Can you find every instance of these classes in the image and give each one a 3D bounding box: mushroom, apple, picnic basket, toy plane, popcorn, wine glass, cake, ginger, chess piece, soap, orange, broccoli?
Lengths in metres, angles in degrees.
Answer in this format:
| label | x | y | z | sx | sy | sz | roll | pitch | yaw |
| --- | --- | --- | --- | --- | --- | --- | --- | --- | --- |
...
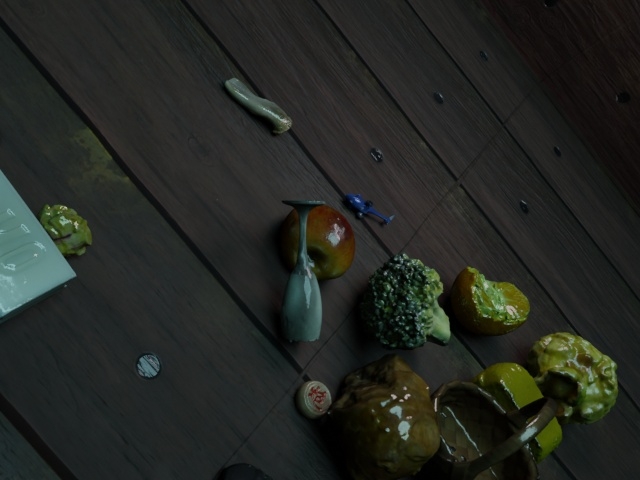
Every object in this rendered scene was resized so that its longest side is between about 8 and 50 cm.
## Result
| label | x | y | z | sx | sy | sz | roll | pitch | yaw |
| --- | --- | --- | --- | --- | --- | --- | --- | --- | --- |
| mushroom | -0.164 | -0.351 | 1.721 | 0.202 | 0.054 | 0.059 | 35 | 42 | -13 |
| apple | 0.000 | 0.000 | 1.594 | 0.195 | 0.160 | 0.173 | 50 | 22 | -15 |
| picnic basket | 0.394 | 0.454 | 1.489 | 0.293 | 0.337 | 0.337 | -20 | 80 | -48 |
| toy plane | 0.134 | -0.088 | 1.822 | 0.167 | 0.054 | 0.062 | 29 | 25 | -24 |
| popcorn | -0.482 | -0.019 | 1.233 | 0.109 | 0.089 | 0.097 | 28 | 15 | -37 |
| wine glass | -0.112 | 0.062 | 1.508 | 0.096 | 0.264 | 0.309 | -3 | 96 | -58 |
| cake | 0.485 | 0.454 | 1.711 | 0.156 | 0.179 | 0.260 | -16 | 74 | -45 |
| ginger | 0.151 | 0.390 | 1.429 | 0.223 | 0.200 | 0.269 | 59 | 27 | -2 |
| chess piece | -0.015 | 0.349 | 1.445 | 0.084 | 0.038 | 0.083 | 21 | 52 | -30 |
| soap | -0.571 | 0.000 | 1.139 | 0.265 | 0.088 | 0.160 | 55 | 45 | -1 |
| orange | 0.460 | 0.179 | 1.861 | 0.237 | 0.158 | 0.179 | 20 | 42 | -32 |
| broccoli | 0.231 | 0.166 | 1.610 | 0.246 | 0.248 | 0.288 | 22 | 52 | -21 |
| popcorn | 0.720 | 0.405 | 1.913 | 0.258 | 0.224 | 0.270 | 16 | 64 | -13 |

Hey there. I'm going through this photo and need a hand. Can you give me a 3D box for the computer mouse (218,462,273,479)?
| label | x | y | z | sx | sy | sz | roll | pitch | yaw |
| --- | --- | --- | --- | --- | --- | --- | --- | --- | --- |
| computer mouse | -0.148 | 0.530 | 1.195 | 0.138 | 0.086 | 0.269 | 39 | 45 | -17 |
